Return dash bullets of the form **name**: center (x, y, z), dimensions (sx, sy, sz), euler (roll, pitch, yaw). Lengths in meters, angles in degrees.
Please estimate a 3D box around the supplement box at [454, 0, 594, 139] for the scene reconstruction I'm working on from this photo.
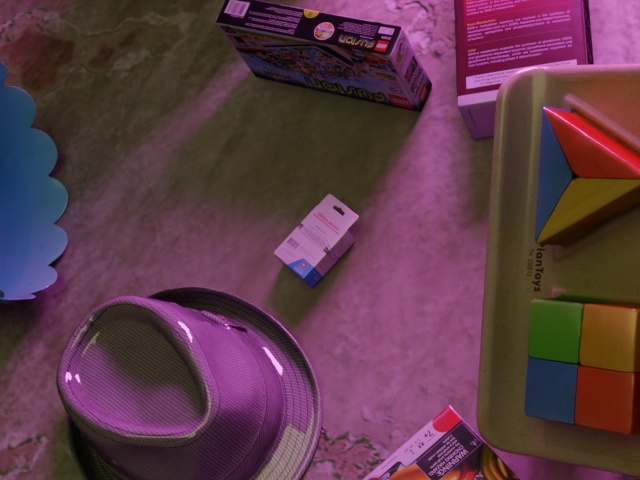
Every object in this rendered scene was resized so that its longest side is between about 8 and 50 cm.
- **supplement box**: center (0.203, -0.229, 1.291), dimensions (0.130, 0.073, 0.239), euler (-7, 64, 18)

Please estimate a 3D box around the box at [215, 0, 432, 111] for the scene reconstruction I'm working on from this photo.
- **box**: center (0.004, -0.194, 1.329), dimensions (0.207, 0.114, 0.036), euler (15, 72, 28)

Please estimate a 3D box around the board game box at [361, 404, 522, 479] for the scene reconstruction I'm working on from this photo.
- **board game box**: center (0.057, 0.303, 1.039), dimensions (0.305, 0.053, 0.193), euler (-40, 59, -9)

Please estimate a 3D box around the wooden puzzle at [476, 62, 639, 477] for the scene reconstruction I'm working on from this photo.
- **wooden puzzle**: center (0.272, 0.025, 0.951), dimensions (0.348, 0.080, 0.322), euler (4, 91, 36)

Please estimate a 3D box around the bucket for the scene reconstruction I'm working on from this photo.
- **bucket**: center (-0.412, -0.050, 1.344), dimensions (0.183, 0.281, 0.281), euler (-17, 61, 17)

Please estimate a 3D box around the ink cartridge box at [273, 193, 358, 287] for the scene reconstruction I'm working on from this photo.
- **ink cartridge box**: center (0.000, 0.000, 1.286), dimensions (0.083, 0.028, 0.048), euler (-47, 58, -5)

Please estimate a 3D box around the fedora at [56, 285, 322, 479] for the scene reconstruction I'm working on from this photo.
- **fedora**: center (-0.145, 0.146, 1.218), dimensions (0.275, 0.124, 0.243), euler (37, 84, 31)
